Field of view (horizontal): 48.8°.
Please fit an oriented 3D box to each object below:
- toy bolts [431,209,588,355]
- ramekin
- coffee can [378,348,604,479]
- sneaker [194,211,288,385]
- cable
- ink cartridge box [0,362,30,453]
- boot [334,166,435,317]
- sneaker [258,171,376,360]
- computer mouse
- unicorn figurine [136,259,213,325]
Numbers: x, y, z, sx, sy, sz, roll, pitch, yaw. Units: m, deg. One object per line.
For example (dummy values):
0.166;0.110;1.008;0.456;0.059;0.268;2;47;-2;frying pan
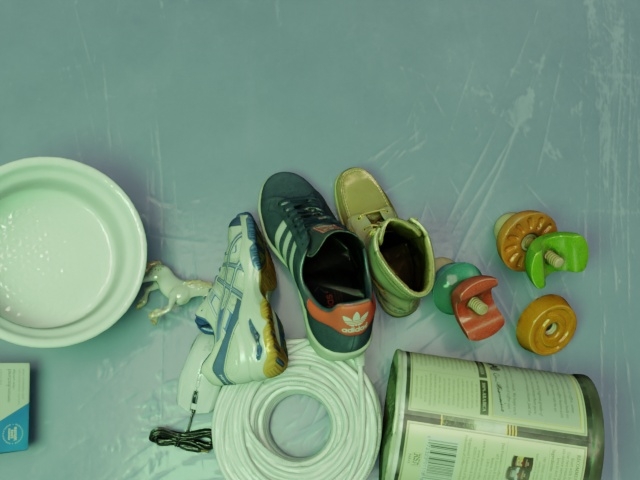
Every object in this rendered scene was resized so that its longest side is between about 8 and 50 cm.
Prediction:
0.280;0.073;1.123;0.228;0.158;0.219;-17;117;-14;toy bolts
-0.415;0.023;1.070;0.277;0.135;0.278;4;81;-26;ramekin
0.232;0.273;1.011;0.275;0.201;0.202;8;76;3;coffee can
-0.136;0.081;1.079;0.130;0.112;0.297;-17;49;9;sneaker
-0.035;0.278;1.072;0.256;0.089;0.257;-13;76;-2;cable
-0.552;0.248;1.024;0.230;0.078;0.134;7;72;-40;ink cartridge box
0.095;-0.018;1.084;0.095;0.203;0.262;-18;77;-4;boot
0.000;0.000;1.069;0.131;0.148;0.350;-14;56;-19;sneaker
-0.194;0.232;1.108;0.105;0.042;0.193;12;76;5;computer mouse
-0.238;0.085;1.135;0.162;0.060;0.111;43;69;16;unicorn figurine
